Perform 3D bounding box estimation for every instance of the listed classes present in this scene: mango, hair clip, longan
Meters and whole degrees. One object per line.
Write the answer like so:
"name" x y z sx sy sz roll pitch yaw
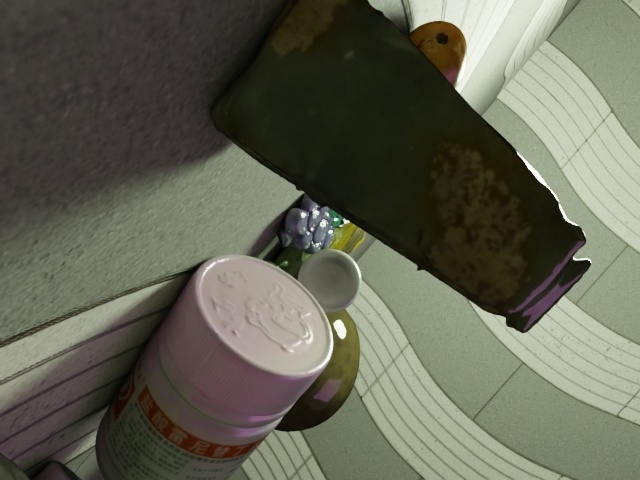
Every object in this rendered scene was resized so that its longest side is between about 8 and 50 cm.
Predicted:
"mango" 0.132 -0.228 0.675 0.105 0.084 0.159 -65 -167 -1
"hair clip" -0.005 -0.041 0.871 0.195 0.052 0.124 -37 140 -40
"longan" -0.059 0.273 1.195 0.319 0.319 0.319 -48 172 -9

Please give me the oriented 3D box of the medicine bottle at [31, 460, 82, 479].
"medicine bottle" -0.346 0.456 0.647 0.241 0.252 0.252 -44 170 -30

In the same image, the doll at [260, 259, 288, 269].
"doll" -0.112 0.087 0.868 0.115 0.077 0.150 -27 170 -43

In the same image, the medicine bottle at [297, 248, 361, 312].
"medicine bottle" 0.016 0.074 0.904 0.102 0.103 0.186 -49 175 -5

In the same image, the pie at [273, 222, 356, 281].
"pie" 0.000 0.000 1.062 0.323 0.071 0.323 -51 170 -12

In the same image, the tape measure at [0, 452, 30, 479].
"tape measure" -0.254 0.282 0.378 0.130 0.258 0.265 -45 164 -19

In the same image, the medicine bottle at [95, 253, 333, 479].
"medicine bottle" -0.148 0.195 0.692 0.315 0.202 0.202 -54 171 26

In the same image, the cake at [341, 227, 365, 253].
"cake" 0.060 0.021 1.441 0.184 0.080 0.116 -54 169 2

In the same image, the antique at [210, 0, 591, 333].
"antique" 0.069 -0.053 0.403 0.150 0.284 0.125 -49 172 5
